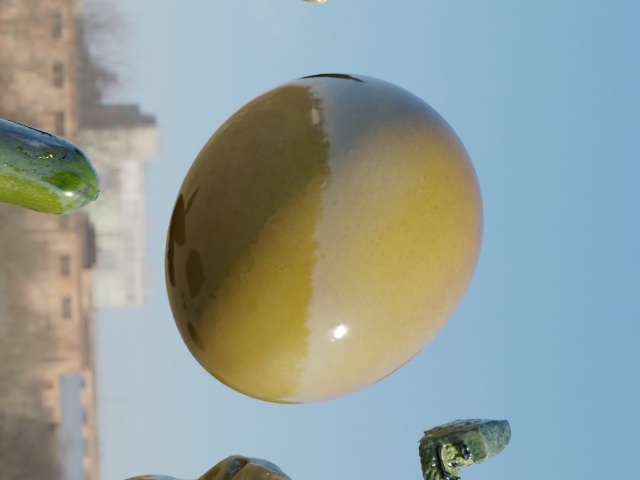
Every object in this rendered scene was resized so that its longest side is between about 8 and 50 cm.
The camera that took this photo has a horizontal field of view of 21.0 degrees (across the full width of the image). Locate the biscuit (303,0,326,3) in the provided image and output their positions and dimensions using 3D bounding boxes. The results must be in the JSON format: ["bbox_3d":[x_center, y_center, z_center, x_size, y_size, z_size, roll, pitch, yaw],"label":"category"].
[{"bbox_3d":[0.009,-0.432,1.999,0.204,0.040,0.309,30,-85,52],"label":"biscuit"}]

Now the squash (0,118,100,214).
[{"bbox_3d":[-0.367,-0.088,1.627,0.087,0.332,0.087,-170,-90,-69],"label":"squash"}]

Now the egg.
[{"bbox_3d":[0.000,0.000,1.423,0.322,0.250,0.250,-52,156,-46],"label":"egg"}]

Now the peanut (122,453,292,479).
[{"bbox_3d":[-0.134,0.322,1.775,0.340,0.158,0.174,-13,-109,34],"label":"peanut"}]

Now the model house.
[{"bbox_3d":[0.155,0.222,1.826,0.079,0.083,0.066,-21,94,-61],"label":"model house"}]
